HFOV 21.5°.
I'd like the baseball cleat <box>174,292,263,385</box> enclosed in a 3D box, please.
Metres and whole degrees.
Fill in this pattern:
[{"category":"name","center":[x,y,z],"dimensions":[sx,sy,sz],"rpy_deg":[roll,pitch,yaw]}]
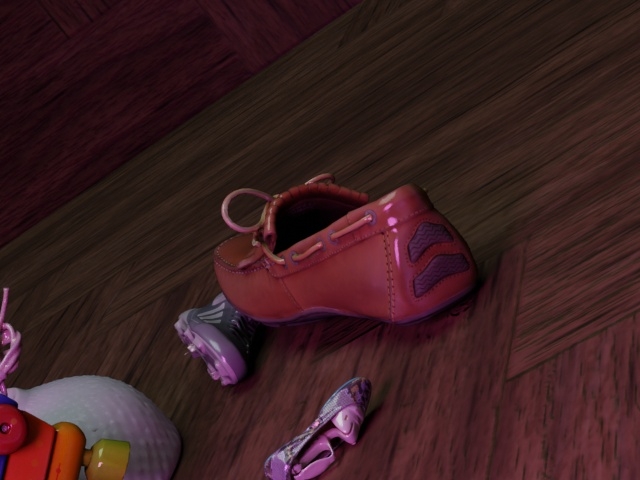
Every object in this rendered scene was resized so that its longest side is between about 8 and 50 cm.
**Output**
[{"category":"baseball cleat","center":[-0.090,0.085,1.718],"dimensions":[0.109,0.072,0.206],"rpy_deg":[-34,18,-9]}]

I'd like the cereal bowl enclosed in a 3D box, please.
[{"category":"cereal bowl","center":[-0.305,0.246,1.615],"dimensions":[0.339,0.141,0.339],"rpy_deg":[-36,16,12]}]

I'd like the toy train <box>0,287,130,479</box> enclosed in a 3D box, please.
[{"category":"toy train","center":[-0.226,0.173,1.443],"dimensions":[0.105,0.143,0.248],"rpy_deg":[146,137,-67]}]

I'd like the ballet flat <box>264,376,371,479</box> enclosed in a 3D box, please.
[{"category":"ballet flat","center":[0.007,0.158,1.348],"dimensions":[0.114,0.041,0.041],"rpy_deg":[-42,15,-14]}]

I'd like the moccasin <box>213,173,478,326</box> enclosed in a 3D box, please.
[{"category":"moccasin","center":[-0.003,0.001,1.569],"dimensions":[0.139,0.147,0.380],"rpy_deg":[-27,10,-20]}]
